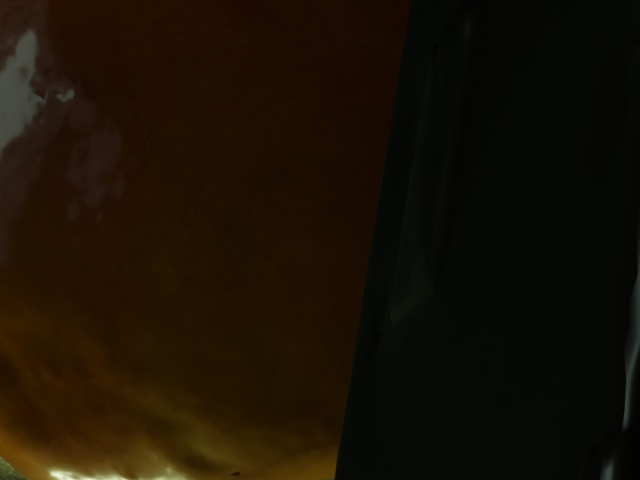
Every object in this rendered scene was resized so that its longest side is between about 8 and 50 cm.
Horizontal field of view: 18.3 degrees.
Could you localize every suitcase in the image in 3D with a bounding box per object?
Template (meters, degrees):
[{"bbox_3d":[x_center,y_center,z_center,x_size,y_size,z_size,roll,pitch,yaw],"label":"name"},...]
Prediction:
[{"bbox_3d":[0.105,-0.015,0.494,0.339,0.188,0.345,130,149,-71],"label":"suitcase"}]

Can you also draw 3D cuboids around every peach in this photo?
[{"bbox_3d":[-0.030,-0.043,0.896,0.343,0.342,0.302,168,92,-82],"label":"peach"}]
